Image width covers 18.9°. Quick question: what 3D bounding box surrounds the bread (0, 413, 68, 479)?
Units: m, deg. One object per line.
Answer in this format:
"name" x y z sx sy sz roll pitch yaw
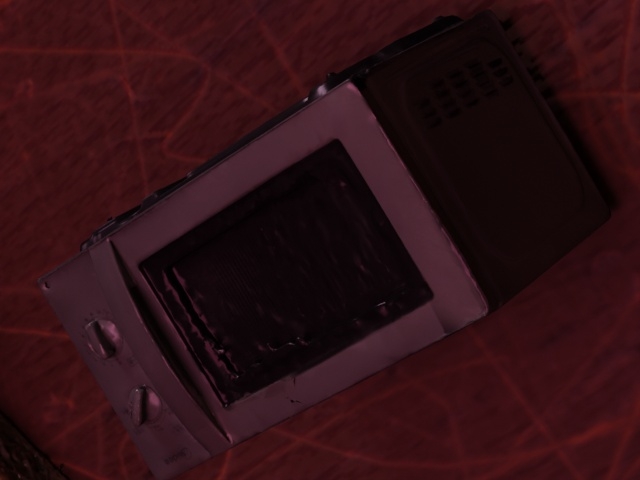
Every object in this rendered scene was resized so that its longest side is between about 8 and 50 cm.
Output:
"bread" -0.190 0.223 1.154 0.286 0.056 0.207 42 122 13

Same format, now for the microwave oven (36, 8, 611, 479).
"microwave oven" 0.000 0.000 0.888 0.208 0.162 0.122 -30 92 35
